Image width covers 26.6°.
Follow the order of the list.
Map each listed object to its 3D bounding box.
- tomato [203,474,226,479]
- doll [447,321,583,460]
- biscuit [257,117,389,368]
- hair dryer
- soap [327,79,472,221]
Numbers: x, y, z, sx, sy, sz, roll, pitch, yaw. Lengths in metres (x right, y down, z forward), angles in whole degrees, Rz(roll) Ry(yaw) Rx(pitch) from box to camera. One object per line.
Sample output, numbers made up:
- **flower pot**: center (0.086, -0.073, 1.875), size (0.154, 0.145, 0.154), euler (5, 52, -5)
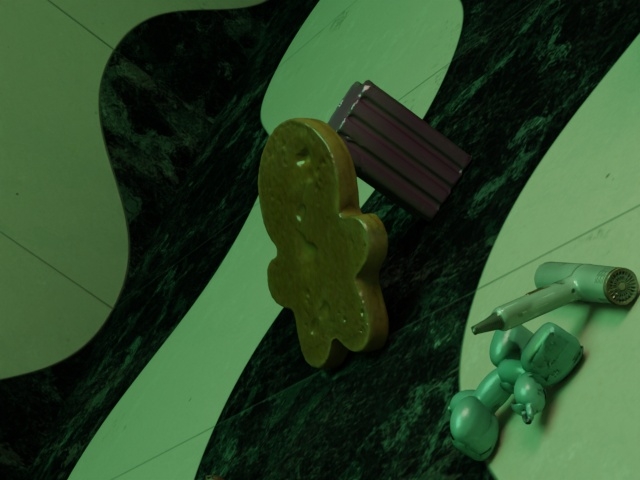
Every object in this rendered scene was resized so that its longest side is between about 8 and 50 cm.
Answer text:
- **tomato**: center (-0.170, 0.432, 1.800), size (0.237, 0.095, 0.237), euler (-51, 15, 20)
- **doll**: center (0.193, 0.157, 1.438), size (0.158, 0.059, 0.159), euler (-59, 19, -18)
- **biscuit**: center (0.002, 0.000, 1.918), size (0.275, 0.052, 0.355), euler (-34, 67, 52)
- **hair dryer**: center (0.218, 0.065, 1.429), size (0.183, 0.044, 0.155), euler (-17, 5, -17)
- **soap**: center (0.107, -0.130, 1.977), size (0.122, 0.203, 0.065), euler (-57, 17, -6)
